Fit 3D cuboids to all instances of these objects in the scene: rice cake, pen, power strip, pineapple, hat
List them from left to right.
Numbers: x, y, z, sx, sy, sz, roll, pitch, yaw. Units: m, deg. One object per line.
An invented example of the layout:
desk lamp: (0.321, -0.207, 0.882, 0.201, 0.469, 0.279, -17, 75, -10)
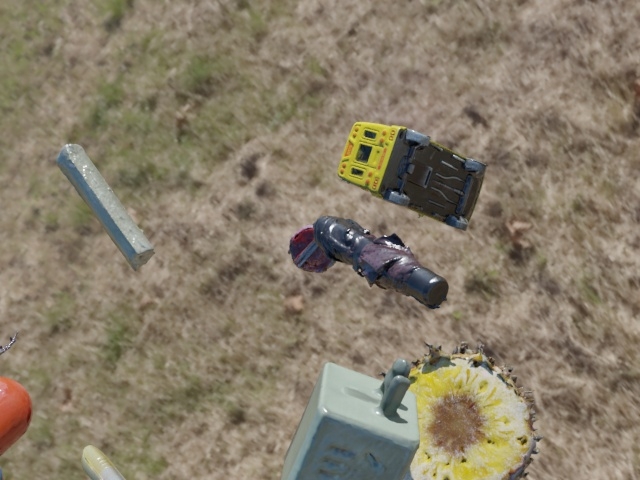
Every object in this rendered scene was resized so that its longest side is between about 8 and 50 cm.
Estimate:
rice cake: (-0.391, -0.062, 1.621, 0.057, 0.256, 0.052, -39, -4, 30)
pen: (-0.282, 0.356, 1.253, 0.233, 0.040, 0.032, 30, 111, 46)
hat: (-0.001, -0.004, 2.288, 0.227, 0.128, 0.140, -55, -13, -73)
power strip: (0.047, 0.250, 1.162, 0.139, 0.140, 0.224, -77, 7, -70)
pineapple: (0.255, 0.372, 1.729, 0.352, 0.300, 0.353, -1, 77, 6)

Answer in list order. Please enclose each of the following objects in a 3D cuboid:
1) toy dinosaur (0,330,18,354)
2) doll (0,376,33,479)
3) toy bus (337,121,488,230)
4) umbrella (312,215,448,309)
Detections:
toy dinosaur: (-0.701, 0.249, 1.827, 0.039, 0.082, 0.209, 43, 53, 12)
doll: (-0.336, 0.223, 0.687, 0.129, 0.161, 0.290, 30, 45, 17)
toy bus: (0.186, -0.123, 1.724, 0.152, 0.330, 0.144, 20, 92, 40)
umbrella: (0.098, 0.035, 1.553, 0.094, 0.090, 0.326, -39, 39, -16)
